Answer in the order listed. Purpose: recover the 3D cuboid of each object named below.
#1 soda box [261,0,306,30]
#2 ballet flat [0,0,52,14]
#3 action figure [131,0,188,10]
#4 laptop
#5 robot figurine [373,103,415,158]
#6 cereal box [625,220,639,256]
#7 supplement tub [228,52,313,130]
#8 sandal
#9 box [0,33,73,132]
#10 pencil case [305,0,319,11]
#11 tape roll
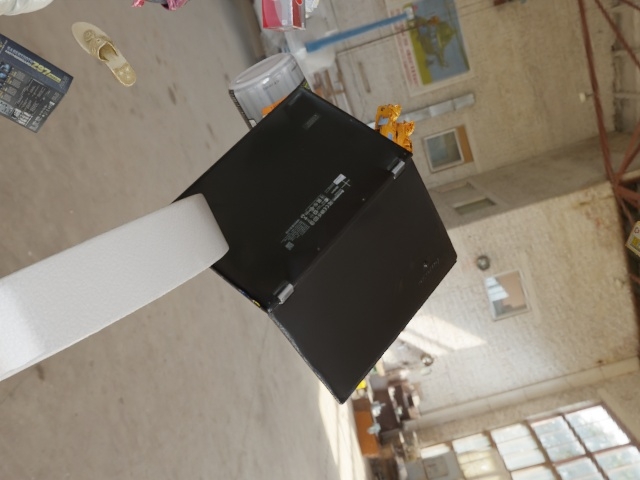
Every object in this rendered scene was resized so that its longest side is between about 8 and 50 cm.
[{"bbox_3d":[-0.091,-0.644,1.413,0.092,0.083,0.263,-31,121,-65],"label":"soda box"},{"bbox_3d":[-0.817,-0.588,1.360,0.400,0.139,0.139,0,67,-41],"label":"ballet flat"},{"bbox_3d":[-0.320,-0.676,1.525,0.276,0.370,0.248,60,-15,-22],"label":"action figure"},{"bbox_3d":[0.000,0.000,1.073,0.408,0.382,0.236,36,-22,18],"label":"laptop"},{"bbox_3d":[0.209,-0.235,1.707,0.211,0.085,0.291,27,63,-53],"label":"robot figurine"},{"bbox_3d":[0.549,0.051,0.766,0.240,0.173,0.047,-111,-152,-57],"label":"cereal box"},{"bbox_3d":[-0.087,-0.307,1.538,0.316,0.193,0.193,59,11,-28],"label":"supplement tub"},{"bbox_3d":[-0.653,-0.582,1.797,0.240,0.088,0.079,49,-21,-17],"label":"sandal"},{"bbox_3d":[-0.697,-0.355,1.347,0.183,0.232,0.059,28,58,-31],"label":"box"},{"bbox_3d":[-0.086,-0.755,1.760,0.273,0.113,0.124,-41,113,-69],"label":"pencil case"},{"bbox_3d":[-0.284,0.062,0.604,0.392,0.392,0.072,-80,146,-80],"label":"tape roll"}]
